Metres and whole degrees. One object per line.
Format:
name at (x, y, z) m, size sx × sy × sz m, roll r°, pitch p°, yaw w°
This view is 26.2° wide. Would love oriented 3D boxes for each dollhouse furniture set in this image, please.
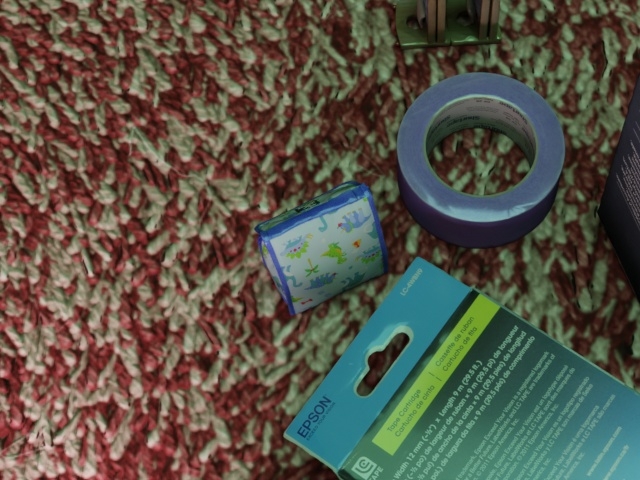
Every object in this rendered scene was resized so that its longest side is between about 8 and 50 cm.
dollhouse furniture set at (0.147, -0.343, 1.652) m, size 0.129 × 0.129 × 0.183 m, roll -4°, pitch 68°, yaw 2°

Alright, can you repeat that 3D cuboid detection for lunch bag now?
lunch bag at (0.000, 0.000, 1.508) m, size 0.129 × 0.151 × 0.096 m, roll -26°, pitch 69°, yaw -6°

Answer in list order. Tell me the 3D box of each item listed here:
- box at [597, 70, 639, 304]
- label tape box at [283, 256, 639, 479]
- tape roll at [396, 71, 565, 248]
box at (0.473, -0.066, 1.372) m, size 0.294 × 0.395 × 0.212 m, roll -19°, pitch 67°, yaw -5°
label tape box at (0.175, 0.216, 1.431) m, size 0.348 × 0.115 × 0.249 m, roll 32°, pitch 73°, yaw 18°
tape roll at (0.181, -0.091, 1.573) m, size 0.189 × 0.080 × 0.189 m, roll -2°, pitch 67°, yaw 4°
